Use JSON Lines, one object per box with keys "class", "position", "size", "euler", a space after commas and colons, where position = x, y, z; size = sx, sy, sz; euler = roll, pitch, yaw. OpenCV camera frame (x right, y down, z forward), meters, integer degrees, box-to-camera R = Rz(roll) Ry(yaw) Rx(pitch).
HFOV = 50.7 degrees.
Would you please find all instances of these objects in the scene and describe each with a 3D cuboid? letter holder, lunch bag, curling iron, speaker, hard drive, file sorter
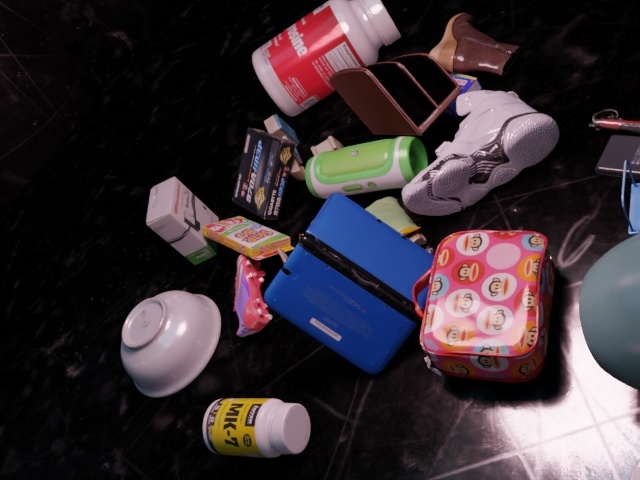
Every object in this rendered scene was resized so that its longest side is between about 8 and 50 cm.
{"class": "letter holder", "position": [0.168, -0.387, 1.670], "size": [0.152, 0.214, 0.302], "euler": [-47, 18, -5]}
{"class": "lunch bag", "position": [0.299, 0.116, 1.282], "size": [0.258, 0.120, 0.293], "euler": [0, 52, 28]}
{"class": "curling iron", "position": [0.676, -0.230, 1.349], "size": [0.274, 0.035, 0.068], "euler": [16, 41, 41]}
{"class": "speaker", "position": [0.111, -0.179, 1.686], "size": [0.297, 0.131, 0.131], "euler": [-7, 53, 34]}
{"class": "hard drive", "position": [0.632, -0.166, 1.350], "size": [0.135, 0.022, 0.094], "euler": [15, 67, 44]}
{"class": "file sorter", "position": [0.641, -0.089, 1.219], "size": [0.170, 0.104, 0.118], "euler": [-5, 54, 36]}

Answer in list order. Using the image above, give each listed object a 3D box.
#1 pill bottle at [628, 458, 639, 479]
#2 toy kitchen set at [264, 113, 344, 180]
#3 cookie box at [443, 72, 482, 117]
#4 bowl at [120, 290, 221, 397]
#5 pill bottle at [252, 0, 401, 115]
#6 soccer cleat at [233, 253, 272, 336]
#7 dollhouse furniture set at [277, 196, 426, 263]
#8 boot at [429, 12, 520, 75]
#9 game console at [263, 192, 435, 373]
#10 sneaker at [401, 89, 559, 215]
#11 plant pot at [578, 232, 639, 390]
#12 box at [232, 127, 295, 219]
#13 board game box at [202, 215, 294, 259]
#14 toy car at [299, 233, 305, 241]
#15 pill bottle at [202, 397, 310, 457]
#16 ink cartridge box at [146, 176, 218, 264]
{"class": "pill bottle", "position": [0.482, 0.350, 0.897], "size": [0.117, 0.215, 0.117], "euler": [-21, 47, 24]}
{"class": "toy kitchen set", "position": [-0.033, -0.279, 1.914], "size": [0.166, 0.122, 0.207], "euler": [-30, 63, 14]}
{"class": "cookie box", "position": [0.342, -0.374, 1.730], "size": [0.107, 0.040, 0.092], "euler": [-49, 41, -8]}
{"class": "bowl", "position": [-0.412, 0.240, 1.740], "size": [0.298, 0.134, 0.298], "euler": [-20, 47, 23]}
{"class": "pill bottle", "position": [0.020, -0.564, 1.995], "size": [0.408, 0.229, 0.229], "euler": [-30, 43, 14]}
{"class": "soccer cleat", "position": [-0.187, 0.130, 1.700], "size": [0.095, 0.083, 0.248], "euler": [-34, 45, 16]}
{"class": "dollhouse furniture set", "position": [0.064, 0.001, 1.553], "size": [0.301, 0.151, 0.197], "euler": [-38, 42, 5]}
{"class": "boot", "position": [0.420, -0.508, 1.768], "size": [0.207, 0.090, 0.248], "euler": [16, 50, 25]}
{"class": "game console", "position": [0.072, 0.087, 1.426], "size": [0.250, 0.293, 0.173], "euler": [-56, 1, 17]}
{"class": "sneaker", "position": [0.333, -0.207, 1.537], "size": [0.366, 0.137, 0.210], "euler": [-29, 42, 8]}
{"class": "plant pot", "position": [0.542, 0.108, 1.015], "size": [0.235, 0.293, 0.293], "euler": [-18, 45, 49]}
{"class": "box", "position": [-0.160, -0.187, 1.877], "size": [0.175, 0.051, 0.220], "euler": [29, 110, 46]}
{"class": "board game box", "position": [-0.193, -0.009, 1.799], "size": [0.124, 0.039, 0.259], "euler": [-18, 29, -37]}
{"class": "toy car", "position": [0.000, 0.000, 1.706], "size": [0.122, 0.060, 0.040], "euler": [-17, 1, 4]}
{"class": "pill bottle", "position": [-0.133, 0.390, 1.411], "size": [0.208, 0.119, 0.119], "euler": [-9, 52, 32]}
{"class": "ink cartridge box", "position": [-0.383, -0.055, 1.901], "size": [0.087, 0.208, 0.153], "euler": [-24, 45, 20]}
